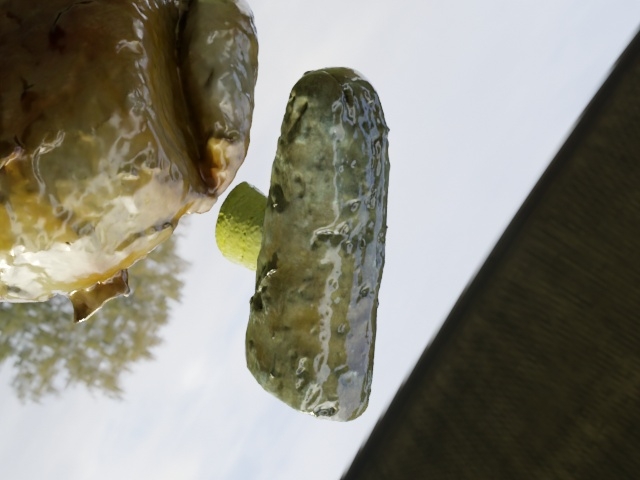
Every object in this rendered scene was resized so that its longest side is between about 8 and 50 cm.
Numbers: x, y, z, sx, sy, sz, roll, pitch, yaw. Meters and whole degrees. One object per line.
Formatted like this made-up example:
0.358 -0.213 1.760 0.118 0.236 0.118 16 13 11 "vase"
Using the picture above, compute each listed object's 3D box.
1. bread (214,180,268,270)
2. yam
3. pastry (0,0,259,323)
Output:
-0.076 -0.008 1.581 0.114 0.129 0.111 26 -90 42 "bread"
0.000 0.000 1.095 0.133 0.133 0.330 -131 -135 -71 "yam"
-0.143 -0.072 0.565 0.229 0.100 0.218 2 -121 24 "pastry"
